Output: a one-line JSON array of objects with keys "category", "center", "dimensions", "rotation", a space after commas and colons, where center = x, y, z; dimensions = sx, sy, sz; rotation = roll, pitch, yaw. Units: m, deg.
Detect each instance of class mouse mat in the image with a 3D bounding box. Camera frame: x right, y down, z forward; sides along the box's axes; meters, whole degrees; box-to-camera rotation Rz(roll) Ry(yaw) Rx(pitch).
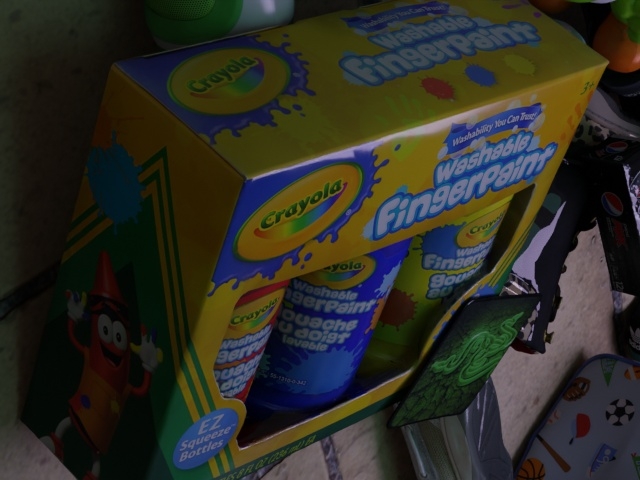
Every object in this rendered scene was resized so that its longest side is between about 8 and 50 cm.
[{"category": "mouse mat", "center": [0.141, 0.114, 1.588], "dimensions": [0.152, 0.007, 0.190], "rotation": [-58, 157, 16]}]

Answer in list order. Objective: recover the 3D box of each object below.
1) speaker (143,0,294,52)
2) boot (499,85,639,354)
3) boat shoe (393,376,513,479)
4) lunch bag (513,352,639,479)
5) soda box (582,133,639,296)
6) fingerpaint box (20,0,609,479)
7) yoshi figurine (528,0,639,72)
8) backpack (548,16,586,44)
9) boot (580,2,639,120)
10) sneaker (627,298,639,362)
[{"category": "speaker", "center": [-0.100, -0.285, 1.295], "dimensions": [0.131, 0.131, 0.296], "rotation": [-36, 129, -35]}, {"category": "boot", "center": [0.264, -0.013, 1.811], "dimensions": [0.377, 0.138, 0.284], "rotation": [31, 80, -46]}, {"category": "boat shoe", "center": [0.146, 0.261, 1.833], "dimensions": [0.320, 0.103, 0.118], "rotation": [76, 31, -41]}, {"category": "lunch bag", "center": [0.361, 0.295, 1.963], "dimensions": [0.303, 0.243, 0.115], "rotation": [-60, 139, -14]}, {"category": "soda box", "center": [0.329, -0.024, 1.738], "dimensions": [0.053, 0.060, 0.169], "rotation": [-34, 121, -30]}, {"category": "fingerpaint box", "center": [0.000, 0.000, 1.403], "dimensions": [0.445, 0.163, 0.371], "rotation": [-20, 141, -44]}, {"category": "yoshi figurine", "center": [0.251, -0.269, 1.562], "dimensions": [0.362, 0.204, 0.203], "rotation": [66, 19, -74]}, {"category": "backpack", "center": [0.174, -0.171, 1.600], "dimensions": [0.115, 0.182, 0.152], "rotation": [-6, 107, -20]}, {"category": "boot", "center": [0.342, -0.255, 1.845], "dimensions": [0.207, 0.094, 0.246], "rotation": [28, 56, -70]}, {"category": "sneaker", "center": [0.499, 0.047, 2.127], "dimensions": [0.302, 0.108, 0.121], "rotation": [-49, 140, -22]}]
